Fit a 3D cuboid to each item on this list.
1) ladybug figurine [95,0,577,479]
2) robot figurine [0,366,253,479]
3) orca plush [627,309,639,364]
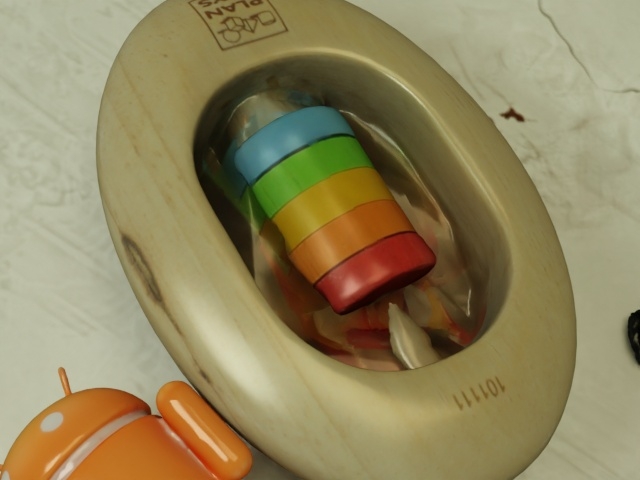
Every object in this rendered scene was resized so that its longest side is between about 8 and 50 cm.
[{"bbox_3d":[0.000,0.000,0.962,0.305,0.162,0.449,-20,68,-21],"label":"ladybug figurine"},{"bbox_3d":[-0.123,0.186,0.855,0.219,0.158,0.128,39,47,17],"label":"robot figurine"},{"bbox_3d":[0.346,0.041,1.042,0.151,0.102,0.287,28,60,4],"label":"orca plush"}]
